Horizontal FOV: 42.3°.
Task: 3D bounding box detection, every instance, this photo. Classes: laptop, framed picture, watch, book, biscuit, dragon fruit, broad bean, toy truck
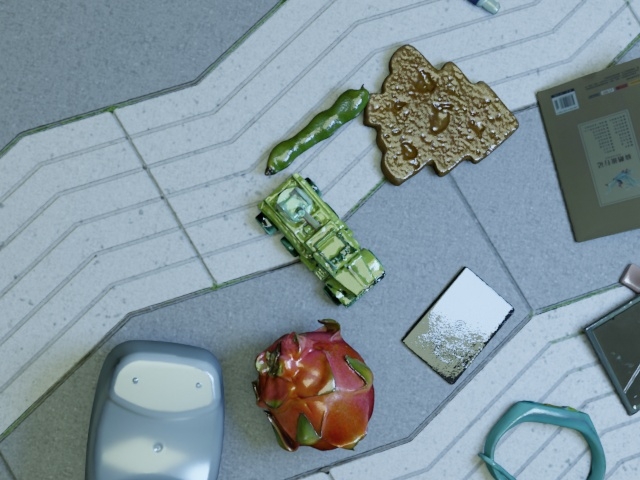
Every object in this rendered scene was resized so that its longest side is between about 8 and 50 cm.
[{"bbox_3d":[0.267,0.164,1.596,0.135,0.016,0.197,42,86,-1],"label":"laptop"},{"bbox_3d":[0.670,0.185,1.602,0.281,0.019,0.209,-29,99,-5],"label":"framed picture"},{"bbox_3d":[0.421,0.404,1.568,0.237,0.068,0.195,12,88,-7],"label":"watch"},{"bbox_3d":[0.556,-0.169,1.575,0.217,0.021,0.310,-16,87,30],"label":"book"},{"bbox_3d":[0.233,-0.230,1.601,0.301,0.043,0.278,10,83,-1],"label":"biscuit"},{"bbox_3d":[-0.015,0.264,1.474,0.224,0.224,0.227,-39,95,-5],"label":"dragon fruit"},{"bbox_3d":[-0.010,-0.209,1.577,0.256,0.053,0.052,-38,103,-1],"label":"broad bean"},{"bbox_3d":[0.002,0.003,1.528,0.128,0.135,0.259,-41,93,-5],"label":"toy truck"}]

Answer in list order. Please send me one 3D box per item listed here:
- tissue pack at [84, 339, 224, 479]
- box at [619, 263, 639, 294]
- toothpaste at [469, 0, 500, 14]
[{"bbox_3d":[-0.288,0.344,1.444,0.229,0.236,0.333,7,86,-12],"label":"tissue pack"},{"bbox_3d":[0.646,0.092,1.620,0.115,0.025,0.048,34,86,-2],"label":"box"},{"bbox_3d":[0.266,-0.519,1.629,0.216,0.037,0.062,41,86,4],"label":"toothpaste"}]
